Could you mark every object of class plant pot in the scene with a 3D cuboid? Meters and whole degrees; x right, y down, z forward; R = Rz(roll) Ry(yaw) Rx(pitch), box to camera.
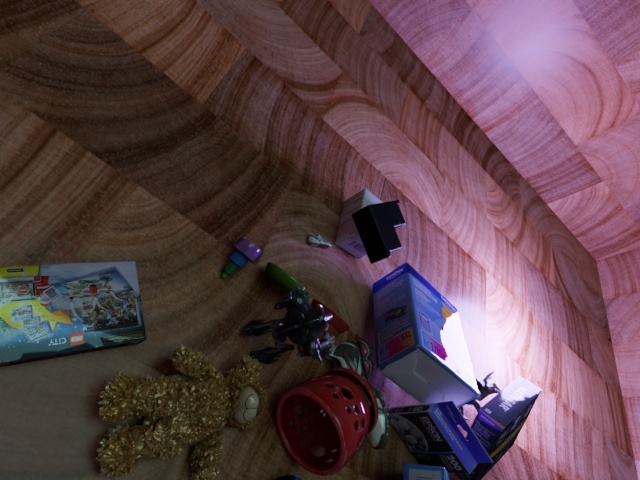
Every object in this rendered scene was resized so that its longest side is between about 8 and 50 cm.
[{"bbox_3d":[0.026,0.389,0.948,0.174,0.191,0.191,-14,79,-48],"label":"plant pot"}]

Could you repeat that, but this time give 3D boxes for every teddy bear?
[{"bbox_3d":[-0.239,0.320,0.795,0.338,0.113,0.245,23,57,-33],"label":"teddy bear"}]

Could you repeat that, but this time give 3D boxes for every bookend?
[{"bbox_3d":[0.190,-0.029,1.246,0.157,0.072,0.156,-15,81,-46],"label":"bookend"}]

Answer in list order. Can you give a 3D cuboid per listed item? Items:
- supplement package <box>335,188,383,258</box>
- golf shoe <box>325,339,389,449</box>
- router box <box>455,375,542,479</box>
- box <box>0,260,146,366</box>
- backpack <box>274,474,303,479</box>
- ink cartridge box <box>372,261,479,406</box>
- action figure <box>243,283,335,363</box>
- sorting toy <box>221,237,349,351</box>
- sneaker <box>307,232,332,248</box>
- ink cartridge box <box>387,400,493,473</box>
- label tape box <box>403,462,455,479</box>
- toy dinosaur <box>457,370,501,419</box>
[{"bbox_3d":[0.130,-0.052,1.332,0.105,0.105,0.179,33,51,-25],"label":"supplement package"},{"bbox_3d":[0.090,0.396,1.086,0.120,0.105,0.272,-3,64,-28],"label":"golf shoe"},{"bbox_3d":[0.547,0.582,1.307,0.309,0.242,0.081,-6,29,-45],"label":"router box"},{"bbox_3d":[-0.444,0.121,0.753,0.233,0.044,0.159,0,69,-43],"label":"box"},{"bbox_3d":[-0.062,0.548,0.855,0.101,0.098,0.120,44,33,-30],"label":"backpack"},{"bbox_3d":[0.292,0.254,1.245,0.270,0.151,0.395,41,27,-22],"label":"ink cartridge box"},{"bbox_3d":[-0.049,0.185,0.918,0.141,0.276,0.164,-15,80,-45],"label":"action figure"},{"bbox_3d":[-0.097,0.153,1.044,0.365,0.127,0.126,42,76,-15],"label":"sorting toy"},{"bbox_3d":[0.000,0.000,1.238,0.083,0.032,0.036,17,59,-37],"label":"sneaker"},{"bbox_3d":[0.311,0.527,1.127,0.206,0.208,0.045,56,43,-5],"label":"ink cartridge box"},{"bbox_3d":[0.284,0.713,1.054,0.333,0.106,0.240,59,32,-51],"label":"label tape box"},{"bbox_3d":[0.451,0.480,1.373,0.314,0.121,0.160,27,41,-25],"label":"toy dinosaur"}]
